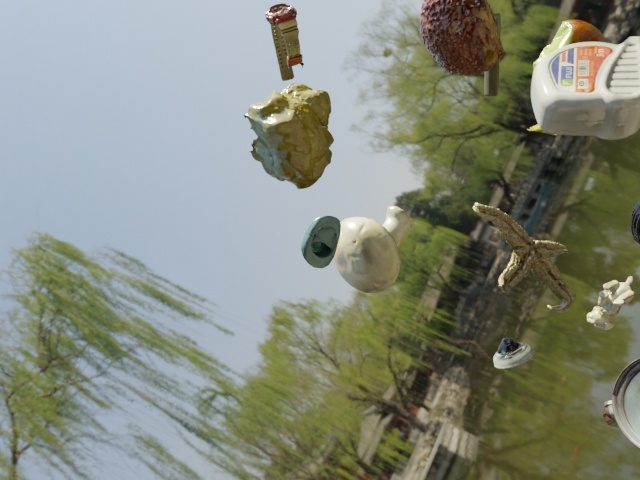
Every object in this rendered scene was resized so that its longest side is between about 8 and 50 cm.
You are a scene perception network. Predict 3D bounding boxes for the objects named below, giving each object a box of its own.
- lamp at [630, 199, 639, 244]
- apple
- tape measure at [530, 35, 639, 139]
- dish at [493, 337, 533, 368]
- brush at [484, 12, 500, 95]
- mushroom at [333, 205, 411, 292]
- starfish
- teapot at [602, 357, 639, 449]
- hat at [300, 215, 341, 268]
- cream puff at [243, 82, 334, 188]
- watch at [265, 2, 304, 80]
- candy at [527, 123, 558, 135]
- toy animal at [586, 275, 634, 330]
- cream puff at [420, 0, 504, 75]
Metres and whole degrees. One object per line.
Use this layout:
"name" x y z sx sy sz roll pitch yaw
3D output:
"lamp" 1.123 -0.061 1.732 0.247 0.247 0.247 -56 -20 -32
"apple" 0.897 -0.664 1.974 0.226 0.246 0.246 -36 -26 -14
"tape measure" 0.627 -0.351 1.254 0.130 0.265 0.258 71 -148 -49
"dish" 0.648 0.372 1.862 0.141 0.078 0.141 -26 4 2
"brush" 0.608 -0.657 1.931 0.048 0.054 0.282 -30 -58 -46
"mushroom" 0.183 0.023 2.093 0.315 0.315 0.356 -5 -65 -71
"starfish" 0.696 0.070 1.874 0.082 0.432 0.323 -35 37 56
"teapot" 0.847 0.422 1.298 0.315 0.312 0.233 -24 51 48
"hat" 0.000 0.000 1.909 0.138 0.078 0.190 20 -88 -30
"cream puff" -0.058 -0.312 1.625 0.270 0.274 0.323 -36 -14 -15
"watch" -0.112 -0.647 1.816 0.102 0.165 0.268 -20 -53 -11
"candy" 0.816 -0.403 1.753 0.187 0.081 0.297 -31 10 1
"toy animal" 1.074 0.235 1.992 0.184 0.104 0.185 -28 -47 -29
"cream puff" 0.436 -0.671 1.717 0.350 0.229 0.350 46 -146 -45
